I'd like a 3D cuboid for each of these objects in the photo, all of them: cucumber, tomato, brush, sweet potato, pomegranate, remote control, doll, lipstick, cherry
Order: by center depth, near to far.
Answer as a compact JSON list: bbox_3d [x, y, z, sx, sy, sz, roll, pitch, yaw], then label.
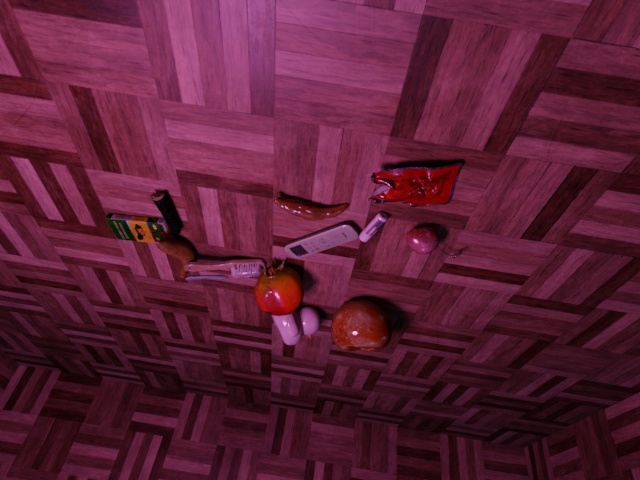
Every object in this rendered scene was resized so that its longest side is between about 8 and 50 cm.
[{"bbox_3d":[-0.035,-0.107,1.432,0.255,0.058,0.078,7,121,-4],"label":"sweet potato"},{"bbox_3d":[0.400,0.008,1.462,0.226,0.090,0.107,12,128,-16],"label":"cherry"},{"bbox_3d":[0.186,-0.047,1.471,0.040,0.040,0.141,22,139,-15],"label":"lipstick"},{"bbox_3d":[-0.561,-0.097,1.549,0.052,0.058,0.214,-25,145,-12],"label":"cucumber"},{"bbox_3d":[-0.001,0.000,1.569,0.310,0.038,0.090,-19,133,31],"label":"remote control"},{"bbox_3d":[-0.169,0.196,1.719,0.210,0.210,0.235,-3,116,15],"label":"pomegranate"},{"bbox_3d":[-0.393,0.119,1.723,0.328,0.065,0.070,0,149,-8],"label":"brush"},{"bbox_3d":[-0.574,0.066,1.730,0.108,0.079,0.346,-10,151,-6],"label":"sweet potato"},{"bbox_3d":[0.181,0.371,1.847,0.270,0.222,0.270,1,161,0],"label":"tomato"},{"bbox_3d":[-0.110,0.365,1.948,0.221,0.221,0.251,-16,107,28],"label":"doll"}]

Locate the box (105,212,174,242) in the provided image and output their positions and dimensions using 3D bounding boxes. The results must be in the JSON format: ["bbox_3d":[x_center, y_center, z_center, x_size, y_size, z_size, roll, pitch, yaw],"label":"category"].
[{"bbox_3d":[-0.714,-0.044,1.664,0.235,0.034,0.132,5,141,5],"label":"box"}]

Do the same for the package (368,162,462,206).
[{"bbox_3d":[0.284,-0.163,1.290,0.269,0.071,0.194,3,155,2],"label":"package"}]

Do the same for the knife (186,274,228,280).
[{"bbox_3d":[-0.518,0.169,1.902,0.210,0.015,0.028,-3,133,14],"label":"knife"}]
